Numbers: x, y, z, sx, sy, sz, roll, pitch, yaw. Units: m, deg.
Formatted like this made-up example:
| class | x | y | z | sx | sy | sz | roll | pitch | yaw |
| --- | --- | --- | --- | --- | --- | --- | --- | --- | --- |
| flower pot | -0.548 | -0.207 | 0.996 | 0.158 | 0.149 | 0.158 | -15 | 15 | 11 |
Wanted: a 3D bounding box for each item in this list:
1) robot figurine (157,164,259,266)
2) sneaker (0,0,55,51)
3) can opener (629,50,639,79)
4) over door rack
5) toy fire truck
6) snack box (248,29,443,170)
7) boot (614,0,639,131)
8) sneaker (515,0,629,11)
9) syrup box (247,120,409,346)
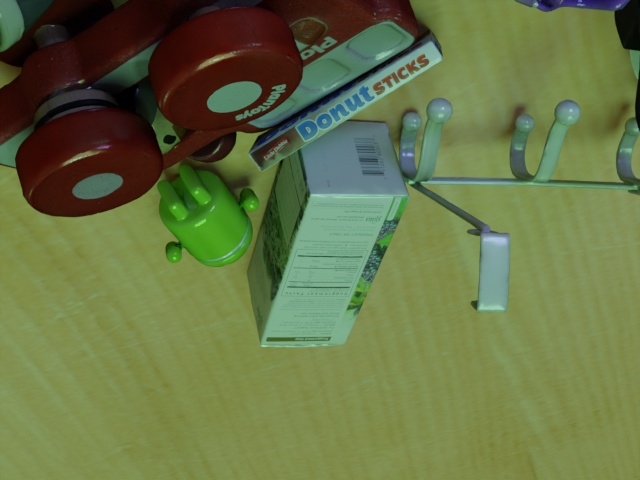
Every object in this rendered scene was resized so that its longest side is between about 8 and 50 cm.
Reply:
| class | x | y | z | sx | sy | sz | roll | pitch | yaw |
| --- | --- | --- | --- | --- | --- | --- | --- | --- | --- |
| robot figurine | -0.106 | -0.020 | 1.019 | 0.101 | 0.067 | 0.115 | -36 | 140 | -1 |
| sneaker | -0.240 | -0.206 | 0.705 | 0.118 | 0.222 | 0.083 | -47 | 159 | -31 |
| can opener | 0.395 | -0.206 | 0.932 | 0.280 | 0.074 | 0.093 | -30 | 173 | 24 |
| over door rack | 0.207 | -0.050 | 0.879 | 0.240 | 0.324 | 0.108 | 0 | 111 | -7 |
| toy fire truck | -0.097 | -0.126 | 0.830 | 0.302 | 0.169 | 0.254 | -30 | 158 | 23 |
| snack box | 0.022 | -0.118 | 0.919 | 0.178 | 0.064 | 0.022 | -30 | 105 | 14 |
| boot | 0.320 | -0.193 | 0.756 | 0.096 | 0.264 | 0.280 | 10 | 140 | -10 |
| sneaker | 0.141 | -0.219 | 0.803 | 0.236 | 0.104 | 0.095 | 3 | 141 | -18 |
| syrup box | 0.000 | 0.000 | 1.052 | 0.096 | 0.093 | 0.237 | 0 | 141 | -16 |
